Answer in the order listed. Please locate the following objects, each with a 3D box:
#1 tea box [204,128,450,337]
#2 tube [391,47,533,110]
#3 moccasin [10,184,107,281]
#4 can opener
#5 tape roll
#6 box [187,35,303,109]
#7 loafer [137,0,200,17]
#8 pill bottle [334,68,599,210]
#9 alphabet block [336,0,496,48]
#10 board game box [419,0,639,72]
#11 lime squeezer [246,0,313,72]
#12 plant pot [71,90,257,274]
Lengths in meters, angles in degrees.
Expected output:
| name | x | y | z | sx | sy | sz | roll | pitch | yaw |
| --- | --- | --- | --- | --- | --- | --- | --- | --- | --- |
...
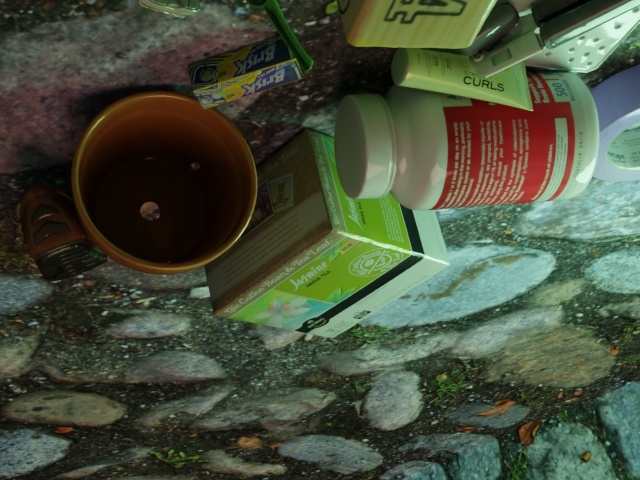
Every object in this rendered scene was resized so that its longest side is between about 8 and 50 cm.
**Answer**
| name | x | y | z | sx | sy | sz | roll | pitch | yaw |
| --- | --- | --- | --- | --- | --- | --- | --- | --- | --- |
| tea box | 0.000 | 0.000 | 2.261 | 0.323 | 0.220 | 0.329 | 15 | 140 | -42 |
| tube | 0.230 | -0.262 | 1.934 | 0.240 | 0.062 | 0.070 | 6 | 106 | -24 |
| moccasin | -0.455 | -0.016 | 2.104 | 0.139 | 0.147 | 0.380 | -22 | 172 | -2 |
| can opener | 0.344 | -0.339 | 1.846 | 0.283 | 0.076 | 0.095 | -25 | 150 | 18 |
| tape roll | 0.609 | -0.220 | 2.275 | 0.274 | 0.090 | 0.275 | -12 | 152 | -6 |
| box | -0.117 | -0.263 | 1.906 | 0.168 | 0.054 | 0.059 | -17 | 152 | 5 |
| loafer | -0.230 | -0.340 | 1.731 | 0.125 | 0.045 | 0.039 | 10 | 151 | -41 |
| pill bottle | 0.240 | -0.168 | 2.055 | 0.407 | 0.229 | 0.229 | -5 | 151 | -17 |
| alphabet block | 0.131 | -0.392 | 1.642 | 0.193 | 0.192 | 0.197 | -1 | 150 | -19 |
| board game box | 0.366 | -0.412 | 1.858 | 0.389 | 0.050 | 0.390 | 3 | 147 | -27 |
| lime squeezer | -0.129 | -0.356 | 1.694 | 0.310 | 0.110 | 0.059 | 34 | 151 | -16 |
| plant pot | -0.265 | -0.073 | 1.983 | 0.290 | 0.291 | 0.203 | -5 | 168 | -17 |
